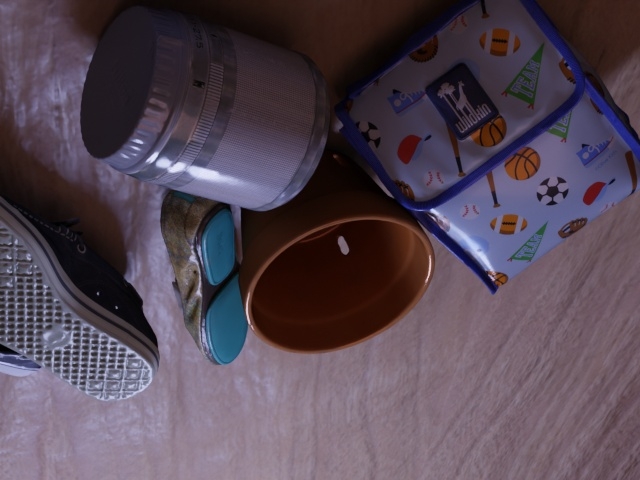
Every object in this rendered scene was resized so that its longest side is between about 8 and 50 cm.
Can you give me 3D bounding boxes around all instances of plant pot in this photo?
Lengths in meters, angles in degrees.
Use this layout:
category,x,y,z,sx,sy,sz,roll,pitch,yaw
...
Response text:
category,x,y,z,sx,sy,sz,roll,pitch,yaw
plant pot,0.000,0.000,1.807,0.291,0.203,0.291,-14,139,-12

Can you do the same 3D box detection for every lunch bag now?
category,x,y,z,sx,sy,sz,roll,pitch,yaw
lunch bag,0.252,-0.158,1.744,0.328,0.239,0.385,-36,122,15

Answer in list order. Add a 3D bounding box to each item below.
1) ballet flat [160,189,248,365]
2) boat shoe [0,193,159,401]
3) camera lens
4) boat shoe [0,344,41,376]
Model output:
category,x,y,z,sx,sy,sz,roll,pitch,yaw
ballet flat,-0.182,0.051,1.850,0.123,0.123,0.348,-14,138,-10
boat shoe,-0.411,0.046,1.708,0.187,0.156,0.500,-29,132,18
camera lens,-0.141,-0.166,1.552,0.274,0.219,0.219,14,127,-35
boat shoe,-0.507,0.130,1.767,0.102,0.108,0.301,-27,146,33
